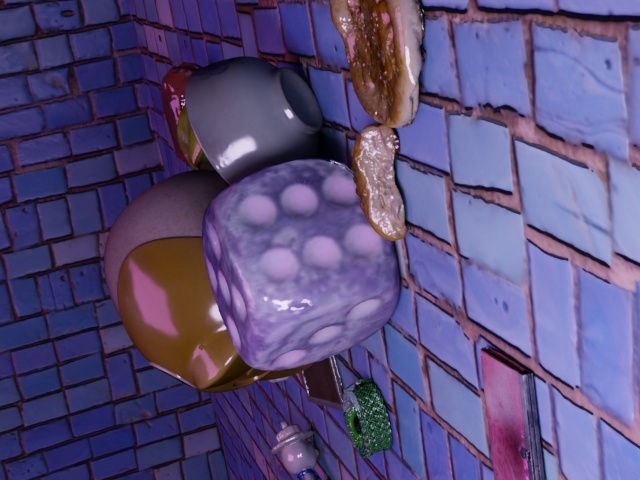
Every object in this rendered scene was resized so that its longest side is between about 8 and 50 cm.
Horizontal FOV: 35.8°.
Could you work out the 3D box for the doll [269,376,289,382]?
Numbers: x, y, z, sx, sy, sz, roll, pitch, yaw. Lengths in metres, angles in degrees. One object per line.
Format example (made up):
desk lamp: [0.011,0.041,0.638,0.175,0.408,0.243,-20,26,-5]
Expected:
doll: [-0.118,0.194,2.296,0.252,0.111,0.237,45,129,46]

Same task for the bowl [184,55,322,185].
bowl: [-0.091,-0.217,1.760,0.289,0.146,0.289,41,-148,-33]

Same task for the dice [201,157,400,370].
dice: [-0.036,0.042,1.671,0.271,0.270,0.270,106,144,-60]

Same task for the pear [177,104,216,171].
pear: [-0.242,-0.244,2.281,0.287,0.176,0.282,93,158,-43]

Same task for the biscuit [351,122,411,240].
biscuit: [0.084,-0.090,1.533,0.118,0.061,0.183,-149,46,-69]

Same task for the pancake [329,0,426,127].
pancake: [0.080,-0.293,1.394,0.282,0.049,0.283,162,90,-75]

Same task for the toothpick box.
toothpick box: [-0.222,0.105,2.062,0.425,0.408,0.409,54,156,23]

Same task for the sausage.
sausage: [-0.310,-0.307,2.484,0.152,0.152,0.280,-156,51,-69]

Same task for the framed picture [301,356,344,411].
framed picture: [-0.011,0.263,2.232,0.293,0.018,0.231,165,90,-74]

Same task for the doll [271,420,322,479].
doll: [-0.032,0.577,2.433,0.138,0.119,0.293,73,171,-71]

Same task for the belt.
belt: [0.079,0.342,1.897,0.121,0.079,0.151,-134,34,-59]

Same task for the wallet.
wallet: [0.259,0.265,1.333,0.119,0.025,0.232,-148,46,-67]
